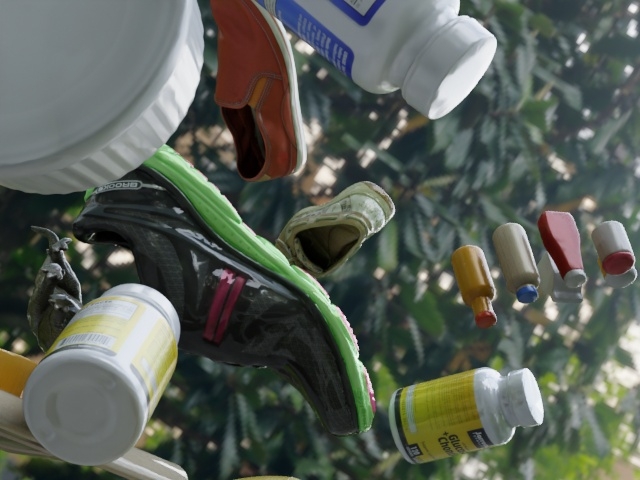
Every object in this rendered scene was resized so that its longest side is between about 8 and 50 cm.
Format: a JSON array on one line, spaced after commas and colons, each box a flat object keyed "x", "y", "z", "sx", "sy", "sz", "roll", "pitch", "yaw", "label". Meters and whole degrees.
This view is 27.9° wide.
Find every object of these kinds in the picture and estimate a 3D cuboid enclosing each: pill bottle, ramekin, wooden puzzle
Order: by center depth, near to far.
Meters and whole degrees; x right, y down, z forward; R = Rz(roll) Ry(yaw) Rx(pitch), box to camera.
[{"x": -0.218, "y": -0.161, "z": 1.026, "sx": 0.273, "sy": 0.273, "sz": 0.127, "roll": 24, "pitch": -10, "yaw": 18, "label": "ramekin"}, {"x": -0.209, "y": 0.125, "z": 1.285, "sx": 0.119, "sy": 0.208, "sz": 0.119, "roll": 2, "pitch": -71, "yaw": 6, "label": "pill bottle"}, {"x": 0.054, "y": -0.256, "z": 1.401, "sx": 0.272, "sy": 0.152, "sz": 0.152, "roll": 41, "pitch": -29, "yaw": 16, "label": "pill bottle"}, {"x": -0.354, "y": 0.178, "z": 1.417, "sx": 0.348, "sy": 0.080, "sz": 0.322, "roll": 6, "pitch": -20, "yaw": 37, "label": "wooden puzzle"}, {"x": 0.189, "y": 0.223, "z": 1.670, "sx": 0.184, "sy": 0.103, "sz": 0.103, "roll": -17, "pitch": -55, "yaw": 22, "label": "pill bottle"}]

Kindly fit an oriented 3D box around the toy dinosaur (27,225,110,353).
[{"x": -0.347, "y": 0.103, "z": 1.725, "sx": 0.313, "sy": 0.121, "sz": 0.160, "roll": 43, "pitch": -51, "yaw": 29, "label": "toy dinosaur"}]

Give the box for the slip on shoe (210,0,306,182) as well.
[{"x": -0.104, "y": -0.231, "z": 1.860, "sx": 0.123, "sy": 0.101, "sz": 0.331, "roll": 20, "pitch": -48, "yaw": 45, "label": "slip on shoe"}]

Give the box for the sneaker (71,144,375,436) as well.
[{"x": -0.122, "y": 0.087, "z": 1.636, "sx": 0.483, "sy": 0.202, "sz": 0.185, "roll": 42, "pitch": -10, "yaw": 14, "label": "sneaker"}]

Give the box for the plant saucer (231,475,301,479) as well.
[{"x": -0.133, "y": 0.351, "z": 1.045, "sx": 0.081, "sy": 0.333, "sz": 0.333, "roll": 36, "pitch": -23, "yaw": 30, "label": "plant saucer"}]

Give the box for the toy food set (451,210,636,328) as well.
[{"x": 0.282, "y": 0.041, "z": 1.507, "sx": 0.232, "sy": 0.104, "sz": 0.111, "roll": 4, "pitch": -41, "yaw": -19, "label": "toy food set"}]

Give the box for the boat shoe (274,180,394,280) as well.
[{"x": 0.000, "y": 0.000, "z": 2.001, "sx": 0.104, "sy": 0.089, "sz": 0.285, "roll": 44, "pitch": -40, "yaw": -6, "label": "boat shoe"}]
